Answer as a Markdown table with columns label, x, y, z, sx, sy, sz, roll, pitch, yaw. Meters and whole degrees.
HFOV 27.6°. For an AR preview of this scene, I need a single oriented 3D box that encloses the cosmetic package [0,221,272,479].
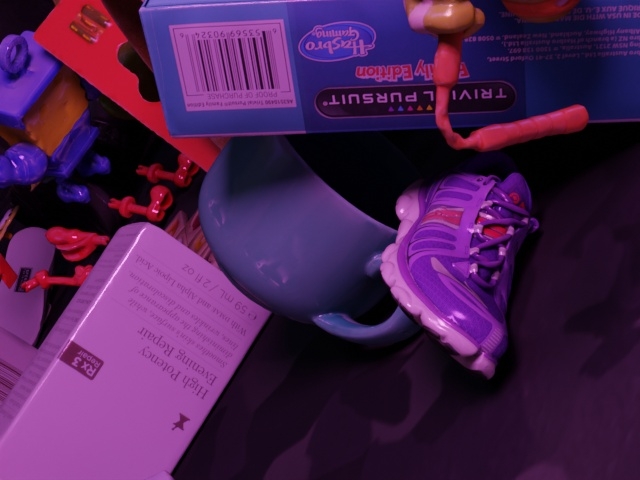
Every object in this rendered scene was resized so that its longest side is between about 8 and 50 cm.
| label | x | y | z | sx | sy | sz | roll | pitch | yaw |
| --- | --- | --- | --- | --- | --- | --- | --- | --- | --- |
| cosmetic package | -0.147 | 0.112 | 0.912 | 0.231 | 0.117 | 0.085 | -59 | 18 | -14 |

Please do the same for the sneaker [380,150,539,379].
| label | x | y | z | sx | sy | sz | roll | pitch | yaw |
| --- | --- | --- | --- | --- | --- | --- | --- | --- | --- |
| sneaker | 0.075 | 0.000 | 0.648 | 0.071 | 0.068 | 0.170 | -39 | 22 | 24 |

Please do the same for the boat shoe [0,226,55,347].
| label | x | y | z | sx | sy | sz | roll | pitch | yaw |
| --- | --- | --- | --- | --- | --- | --- | --- | --- | --- |
| boat shoe | -0.363 | 0.086 | 1.580 | 0.070 | 0.078 | 0.219 | 97 | -176 | -49 |

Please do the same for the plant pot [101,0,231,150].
| label | x | y | z | sx | sy | sz | roll | pitch | yaw |
| --- | --- | --- | --- | --- | --- | --- | --- | --- | --- |
| plant pot | -0.006 | -0.197 | 0.994 | 0.254 | 0.237 | 0.237 | -42 | 17 | -8 |

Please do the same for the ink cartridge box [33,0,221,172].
| label | x | y | z | sx | sy | sz | roll | pitch | yaw |
| --- | --- | --- | --- | --- | --- | --- | --- | --- | --- |
| ink cartridge box | -0.074 | -0.281 | 1.178 | 0.385 | 0.308 | 0.091 | -53 | -26 | 0 |

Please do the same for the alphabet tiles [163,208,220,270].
| label | x | y | z | sx | sy | sz | roll | pitch | yaw |
| --- | --- | --- | --- | --- | --- | --- | --- | --- | --- |
| alphabet tiles | -0.185 | 0.101 | 1.193 | 0.342 | 0.011 | 0.285 | -51 | 18 | 9 |

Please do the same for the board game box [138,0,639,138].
| label | x | y | z | sx | sy | sz | roll | pitch | yaw |
| --- | --- | --- | --- | --- | --- | --- | --- | --- | --- |
| board game box | 0.064 | -0.183 | 0.745 | 0.253 | 0.079 | 0.336 | -1 | 37 | 10 |

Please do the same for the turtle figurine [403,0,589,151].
| label | x | y | z | sx | sy | sz | roll | pitch | yaw |
| --- | --- | --- | --- | --- | --- | --- | --- | --- | --- |
| turtle figurine | 0.072 | -0.177 | 0.525 | 0.087 | 0.217 | 0.269 | 3 | 39 | 39 |

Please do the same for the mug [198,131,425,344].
| label | x | y | z | sx | sy | sz | roll | pitch | yaw |
| --- | --- | --- | --- | --- | --- | --- | --- | --- | --- |
| mug | -0.007 | -0.007 | 0.756 | 0.097 | 0.129 | 0.158 | -49 | 19 | 24 |

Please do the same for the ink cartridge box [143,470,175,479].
| label | x | y | z | sx | sy | sz | roll | pitch | yaw |
| --- | --- | --- | --- | --- | --- | --- | --- | --- | --- |
| ink cartridge box | -0.149 | 0.201 | 0.735 | 0.179 | 0.045 | 0.145 | -20 | 13 | -13 |

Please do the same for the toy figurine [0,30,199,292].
| label | x | y | z | sx | sy | sz | roll | pitch | yaw |
| --- | --- | --- | --- | --- | --- | --- | --- | --- | --- |
| toy figurine | -0.246 | -0.145 | 1.344 | 0.191 | 0.217 | 0.362 | 14 | 59 | 30 |

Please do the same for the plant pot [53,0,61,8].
| label | x | y | z | sx | sy | sz | roll | pitch | yaw |
| --- | --- | --- | --- | --- | --- | --- | --- | --- | --- |
| plant pot | -0.278 | -0.332 | 1.866 | 0.239 | 0.254 | 0.254 | -55 | 11 | 50 |

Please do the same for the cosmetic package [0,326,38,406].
| label | x | y | z | sx | sy | sz | roll | pitch | yaw |
| --- | --- | --- | --- | --- | --- | --- | --- | --- | --- |
| cosmetic package | -0.494 | 0.236 | 1.191 | 0.394 | 0.327 | 0.329 | -55 | 18 | 6 |

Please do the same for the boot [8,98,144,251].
| label | x | y | z | sx | sy | sz | roll | pitch | yaw |
| --- | --- | --- | --- | --- | --- | --- | --- | --- | --- |
| boot | -0.272 | -0.128 | 1.628 | 0.260 | 0.131 | 0.348 | -58 | 18 | -13 |
